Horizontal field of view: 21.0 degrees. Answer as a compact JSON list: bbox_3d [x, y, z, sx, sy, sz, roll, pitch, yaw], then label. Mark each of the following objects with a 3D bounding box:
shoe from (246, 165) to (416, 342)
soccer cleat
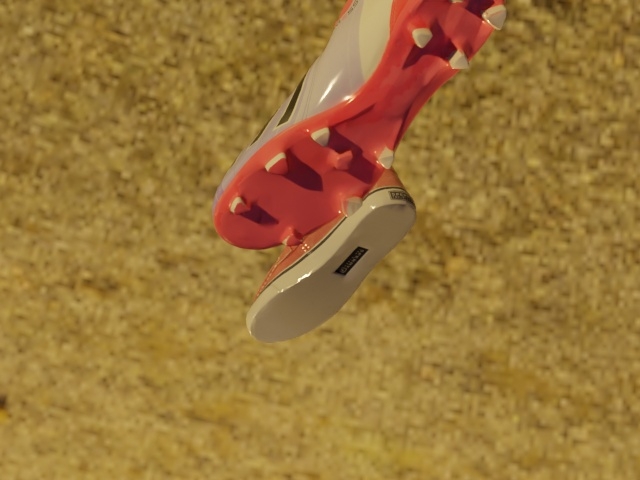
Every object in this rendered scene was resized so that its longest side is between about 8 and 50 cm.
[{"bbox_3d":[0.000,0.000,1.355,0.063,0.081,0.178,22,124,-39],"label":"shoe"},{"bbox_3d":[0.020,-0.095,1.093,0.083,0.095,0.248,30,113,-31],"label":"soccer cleat"}]
